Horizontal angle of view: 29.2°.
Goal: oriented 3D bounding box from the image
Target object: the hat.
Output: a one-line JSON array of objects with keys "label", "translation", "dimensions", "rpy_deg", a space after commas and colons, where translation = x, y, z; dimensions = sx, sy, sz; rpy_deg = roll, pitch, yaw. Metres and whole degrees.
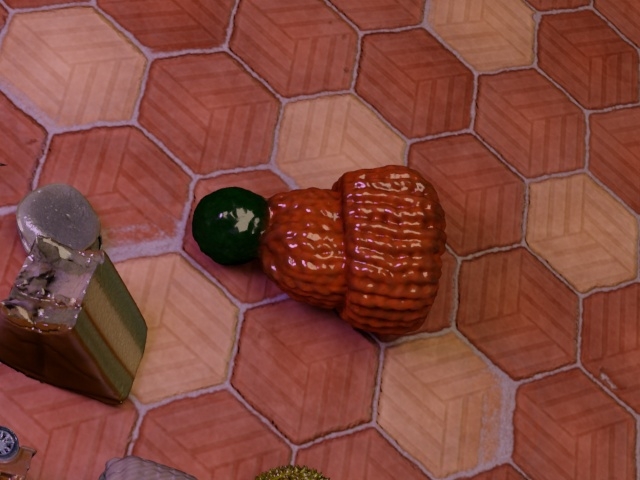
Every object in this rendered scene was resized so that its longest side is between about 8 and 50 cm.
[{"label": "hat", "translation": [0.000, 0.000, 2.008], "dimensions": [0.400, 0.285, 0.285], "rpy_deg": [5, 62, -17]}]

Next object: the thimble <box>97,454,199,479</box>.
[{"label": "thimble", "translation": [-0.256, 0.406, 1.706], "dimensions": [0.150, 0.219, 0.219], "rpy_deg": [22, 57, -8]}]

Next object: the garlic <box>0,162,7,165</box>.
[{"label": "garlic", "translation": [-0.600, -0.027, 1.778], "dimensions": [0.246, 0.231, 0.340], "rpy_deg": [13, 65, -14]}]

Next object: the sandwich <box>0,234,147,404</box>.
[{"label": "sandwich", "translation": [-0.355, 0.118, 1.823], "dimensions": [0.227, 0.198, 0.155], "rpy_deg": [24, 57, -10]}]

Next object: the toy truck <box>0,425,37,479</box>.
[{"label": "toy truck", "translation": [-0.564, 0.316, 1.620], "dimensions": [0.338, 0.133, 0.184], "rpy_deg": [22, 45, -25]}]

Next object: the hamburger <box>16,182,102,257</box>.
[{"label": "hamburger", "translation": [-0.418, -0.020, 1.953], "dimensions": [0.133, 0.062, 0.140], "rpy_deg": [-32, 78, -37]}]

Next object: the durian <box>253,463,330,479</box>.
[{"label": "durian", "translation": [-0.024, 0.418, 1.826], "dimensions": [0.198, 0.159, 0.146], "rpy_deg": [34, 24, 18]}]
